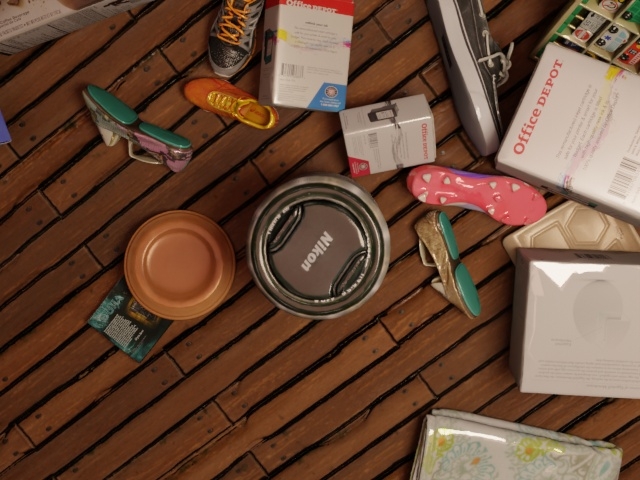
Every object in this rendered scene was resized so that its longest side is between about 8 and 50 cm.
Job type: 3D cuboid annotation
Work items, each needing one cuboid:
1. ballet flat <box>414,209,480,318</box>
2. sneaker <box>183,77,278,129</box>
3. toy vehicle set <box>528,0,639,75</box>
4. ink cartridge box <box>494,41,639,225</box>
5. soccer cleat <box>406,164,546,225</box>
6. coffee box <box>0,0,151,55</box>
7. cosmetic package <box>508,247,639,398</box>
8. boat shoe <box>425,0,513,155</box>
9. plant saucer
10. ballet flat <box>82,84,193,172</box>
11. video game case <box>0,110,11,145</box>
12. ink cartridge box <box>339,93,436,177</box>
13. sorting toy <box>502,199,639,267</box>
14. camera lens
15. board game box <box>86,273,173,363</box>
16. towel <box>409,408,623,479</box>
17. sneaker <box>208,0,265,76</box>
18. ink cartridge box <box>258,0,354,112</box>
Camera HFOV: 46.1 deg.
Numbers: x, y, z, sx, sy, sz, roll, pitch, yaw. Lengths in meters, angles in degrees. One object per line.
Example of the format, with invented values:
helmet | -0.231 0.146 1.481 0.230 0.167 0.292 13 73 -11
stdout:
ballet flat | 0.222 0.047 1.341 0.067 0.073 0.206 -18 94 32
sneaker | -0.155 -0.242 1.309 0.175 0.067 0.064 18 99 1
toy vehicle set | 0.457 -0.327 1.180 0.166 0.267 0.035 26 74 0
ink cartridge box | 0.442 -0.160 1.206 0.270 0.197 0.198 24 96 11
soccer cleat | 0.270 -0.086 1.309 0.248 0.095 0.083 9 111 -7
coffee box | -0.449 -0.445 1.267 0.297 0.119 0.168 -19 97 5
cosmetic package | 0.445 0.135 1.268 0.224 0.138 0.225 3 99 5
boat shoe | 0.268 -0.299 1.266 0.104 0.113 0.306 -16 81 -2
plant saucer | -0.250 0.043 1.339 0.199 0.037 0.200 0 86 -6
ballet flat | -0.331 -0.187 1.325 0.221 0.077 0.079 30 117 -2
video game case | -0.663 -0.258 1.274 0.244 0.061 0.270 -14 97 33
ink cartridge box | 0.116 -0.178 1.283 0.150 0.063 0.109 -11 141 3
sorting toy | 0.458 0.026 1.338 0.208 0.038 0.193 -31 95 10
camera lens | 0.000 0.000 1.228 0.219 0.274 0.219 0 97 2
board game box | -0.323 0.116 1.380 0.126 0.026 0.186 39 97 -3
towel | 0.335 0.494 1.372 0.374 0.090 0.321 12 98 0
sneaker | -0.141 -0.385 1.283 0.084 0.083 0.215 19 99 -2
ink cartridge box | -0.023 -0.337 1.264 0.134 0.078 0.231 2 97 -24
